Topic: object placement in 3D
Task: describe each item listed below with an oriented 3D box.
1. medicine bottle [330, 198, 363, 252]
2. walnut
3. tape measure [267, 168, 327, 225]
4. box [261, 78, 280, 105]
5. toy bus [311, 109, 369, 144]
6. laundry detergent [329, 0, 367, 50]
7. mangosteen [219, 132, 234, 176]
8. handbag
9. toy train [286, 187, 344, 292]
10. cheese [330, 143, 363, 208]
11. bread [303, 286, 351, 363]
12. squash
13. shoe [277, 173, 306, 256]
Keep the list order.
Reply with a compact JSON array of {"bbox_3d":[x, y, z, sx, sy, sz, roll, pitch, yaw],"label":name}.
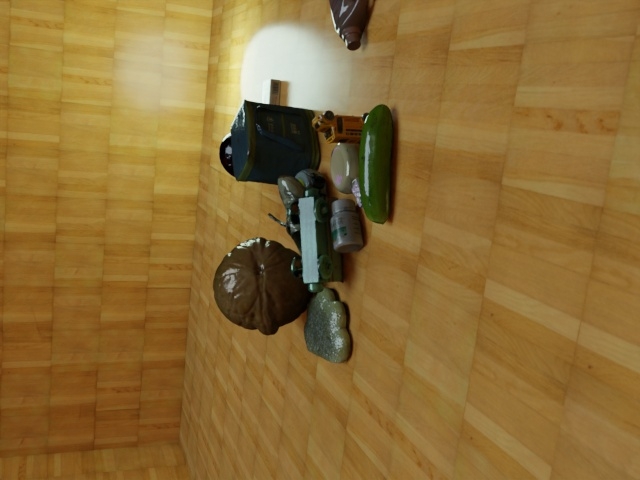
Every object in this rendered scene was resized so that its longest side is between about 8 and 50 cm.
[{"bbox_3d":[0.067,-0.040,1.761,0.080,0.080,0.130,134,133,-59],"label":"medicine bottle"},{"bbox_3d":[-0.175,0.145,2.040,0.333,0.333,0.333,-178,90,-68],"label":"walnut"},{"bbox_3d":[-0.068,-0.131,2.087,0.330,0.084,0.164,-6,80,64],"label":"tape measure"},{"bbox_3d":[-0.188,-0.525,2.491,0.100,0.048,0.152,-162,73,-69],"label":"box"},{"bbox_3d":[0.061,-0.286,1.692,0.069,0.162,0.074,158,109,-66],"label":"toy bus"},{"bbox_3d":[0.086,-0.644,1.777,0.171,0.076,0.237,130,137,-56],"label":"laundry detergent"},{"bbox_3d":[-0.287,-0.332,2.536,0.210,0.210,0.210,-178,90,-68],"label":"mangosteen"},{"bbox_3d":[-0.149,-0.306,2.109,0.222,0.241,0.263,125,140,-53],"label":"handbag"},{"bbox_3d":[0.000,0.000,1.831,0.116,0.177,0.285,-7,85,32],"label":"toy train"},{"bbox_3d":[0.084,-0.170,1.756,0.227,0.064,0.137,-109,27,-45],"label":"cheese"},{"bbox_3d":[0.013,0.239,1.912,0.286,0.056,0.207,174,96,-67],"label":"bread"},{"bbox_3d":[0.133,-0.185,1.610,0.082,0.082,0.292,-175,88,-68],"label":"squash"},{"bbox_3d":[-0.061,-0.060,1.915,0.103,0.098,0.275,-21,99,54],"label":"shoe"}]
